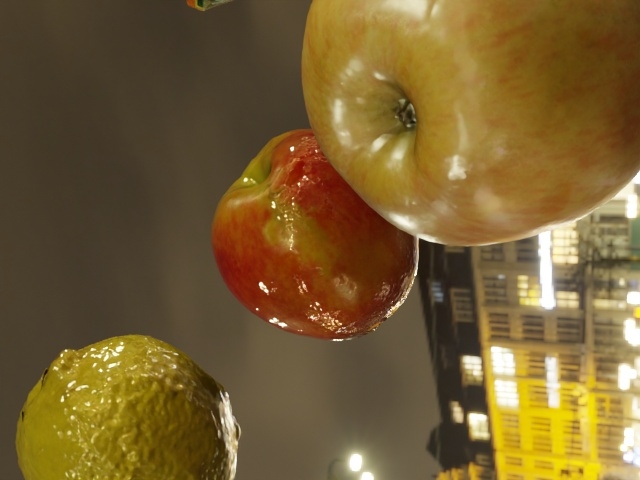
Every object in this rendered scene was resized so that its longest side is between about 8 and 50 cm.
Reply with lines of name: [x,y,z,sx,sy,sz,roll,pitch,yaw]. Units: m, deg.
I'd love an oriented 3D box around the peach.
peach: [0.000,0.000,1.563,0.388,0.389,0.388,2,-90,-69]

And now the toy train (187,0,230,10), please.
toy train: [-0.142,-0.422,1.337,0.188,0.099,0.072,-27,-33,-27]

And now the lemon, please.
lemon: [-0.234,0.264,1.107,0.322,0.268,0.268,49,-137,-30]

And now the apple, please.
apple: [0.166,-0.178,0.931,0.347,0.391,0.391,-24,-63,-39]
